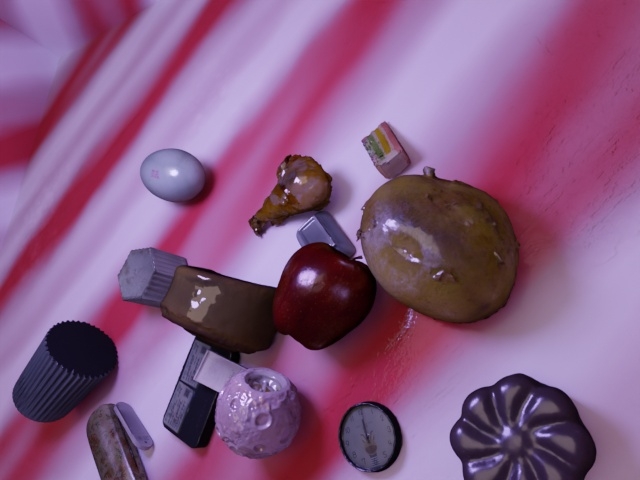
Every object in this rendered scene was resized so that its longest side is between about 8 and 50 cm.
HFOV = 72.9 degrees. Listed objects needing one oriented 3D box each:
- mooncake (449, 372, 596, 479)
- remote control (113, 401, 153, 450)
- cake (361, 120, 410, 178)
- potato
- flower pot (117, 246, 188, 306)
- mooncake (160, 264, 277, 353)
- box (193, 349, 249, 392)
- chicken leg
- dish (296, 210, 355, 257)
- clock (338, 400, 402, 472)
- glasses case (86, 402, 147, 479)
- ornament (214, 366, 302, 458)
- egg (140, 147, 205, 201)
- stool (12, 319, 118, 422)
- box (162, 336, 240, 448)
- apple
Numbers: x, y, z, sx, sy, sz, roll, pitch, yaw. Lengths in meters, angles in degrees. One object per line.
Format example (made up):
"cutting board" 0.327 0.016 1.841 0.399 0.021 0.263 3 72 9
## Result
"mooncake" 0.445 0.456 0.976 0.306 0.154 0.306 -13 63 27
"remote control" -0.710 0.699 1.640 0.245 0.077 0.022 34 90 36
"cake" 0.222 -0.304 1.467 0.109 0.090 0.225 -36 38 18
"potato" 0.297 -0.005 1.145 0.442 0.319 0.385 37 94 33
"flower pot" -0.672 0.152 1.754 0.209 0.189 0.239 29 89 35
"mooncake" -0.340 0.231 1.500 0.394 0.393 0.246 167 123 -72
"box" -0.318 0.459 1.463 0.198 0.029 0.109 24 82 6
"chicken leg" -0.123 -0.173 1.582 0.409 0.182 0.295 -37 46 34
"dish" 0.000 0.000 1.465 0.151 0.077 0.212 -41 56 11
"clock" 0.133 0.543 1.201 0.184 0.040 0.185 -11 67 28
"glasses case" -0.768 0.806 1.623 0.156 0.098 0.425 -51 55 8
"ornament" -0.182 0.515 1.282 0.259 0.259 0.225 20 102 35
"egg" -0.649 -0.284 1.881 0.371 0.230 0.230 12 79 40
"stool" -1.071 0.549 1.800 0.330 0.297 0.297 -46 55 14
"box" -0.428 0.529 1.545 0.211 0.058 0.350 15 81 36
"apple" 0.007 0.158 1.286 0.288 0.288 0.317 41 105 35
